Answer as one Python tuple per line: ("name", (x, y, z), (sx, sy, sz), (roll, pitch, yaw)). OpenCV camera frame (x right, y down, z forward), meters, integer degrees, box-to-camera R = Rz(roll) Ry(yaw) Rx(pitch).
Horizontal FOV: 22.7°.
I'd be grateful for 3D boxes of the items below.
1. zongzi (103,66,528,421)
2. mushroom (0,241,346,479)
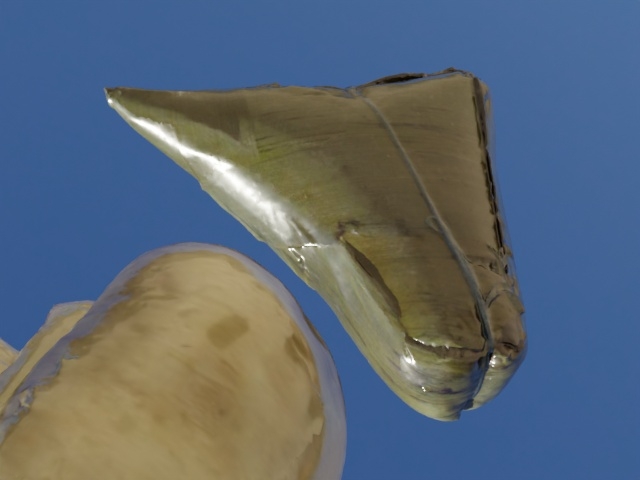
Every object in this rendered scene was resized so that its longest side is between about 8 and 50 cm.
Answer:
("zongzi", (0.000, 0.000, 1.514), (0.392, 0.174, 0.356), (1, -123, -17))
("mushroom", (-0.119, 0.099, 0.701), (0.234, 0.260, 0.254), (39, -96, -2))
